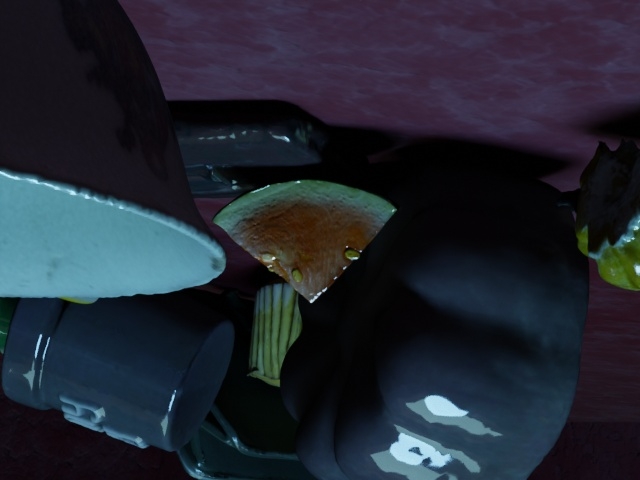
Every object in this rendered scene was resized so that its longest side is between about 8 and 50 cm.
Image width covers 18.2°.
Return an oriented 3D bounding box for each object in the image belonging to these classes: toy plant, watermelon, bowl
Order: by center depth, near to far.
[{"bbox_3d":[-0.253,-0.102,0.981,0.435,0.196,0.435,5,170,1],"label":"bowl"},{"bbox_3d":[0.000,0.000,1.489,0.135,0.094,0.125,-17,146,36],"label":"watermelon"},{"bbox_3d":[-0.300,0.079,2.032,0.400,0.279,0.185,22,136,14],"label":"toy plant"}]

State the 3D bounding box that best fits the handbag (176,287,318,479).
[{"bbox_3d":[-0.097,0.156,2.230,0.079,0.260,0.247,-44,149,22],"label":"handbag"}]

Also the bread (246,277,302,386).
[{"bbox_3d":[0.035,0.108,2.169,0.179,0.133,0.250,-3,166,43],"label":"bread"}]

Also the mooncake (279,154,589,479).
[{"bbox_3d":[0.084,0.076,1.583,0.154,0.306,0.306,16,167,-20],"label":"mooncake"}]

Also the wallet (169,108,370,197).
[{"bbox_3d":[-0.092,-0.063,1.535,0.229,0.049,0.182,-1,165,22],"label":"wallet"}]

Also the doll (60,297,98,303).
[{"bbox_3d":[-0.280,-0.043,1.495,0.145,0.103,0.316,35,-178,38],"label":"doll"}]

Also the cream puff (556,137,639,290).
[{"bbox_3d":[0.255,-0.021,1.376,0.156,0.121,0.156,0,166,0],"label":"cream puff"}]
